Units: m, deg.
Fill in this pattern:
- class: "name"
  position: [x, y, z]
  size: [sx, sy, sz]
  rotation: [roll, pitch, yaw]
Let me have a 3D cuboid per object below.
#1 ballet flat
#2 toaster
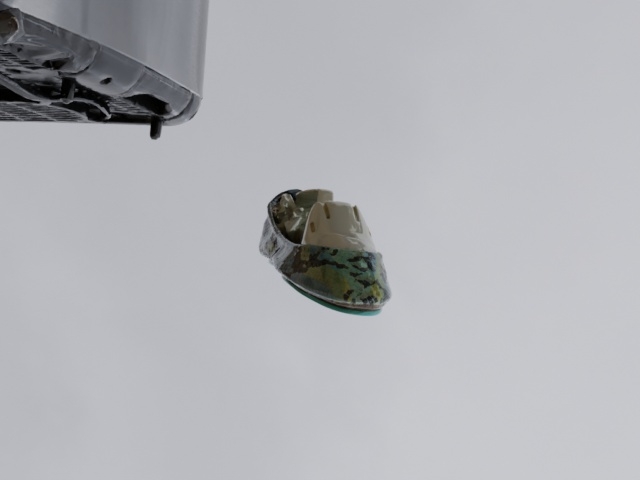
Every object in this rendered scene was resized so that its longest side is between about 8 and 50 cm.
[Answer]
- class: "ballet flat"
  position: [0.000, 0.000, 1.000]
  size: [0.070, 0.070, 0.188]
  rotation: [-56, -159, -2]
- class: "toaster"
  position: [-0.136, -0.106, 0.588]
  size: [0.185, 0.168, 0.110]
  rotation: [3, -96, 25]
